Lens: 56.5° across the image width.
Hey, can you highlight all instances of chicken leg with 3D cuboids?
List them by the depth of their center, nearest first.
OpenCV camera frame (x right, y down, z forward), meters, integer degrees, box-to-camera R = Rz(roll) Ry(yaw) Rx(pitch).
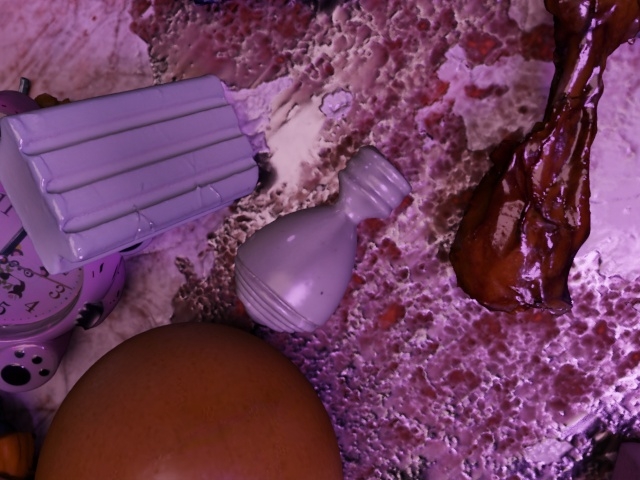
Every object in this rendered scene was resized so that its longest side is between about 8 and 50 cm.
[{"bbox_3d":[0.196,-0.080,0.500,0.113,0.093,0.304,14,104,-3],"label":"chicken leg"}]

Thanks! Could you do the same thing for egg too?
[{"bbox_3d":[-0.103,0.228,0.510,0.250,0.250,0.322,-5,104,9],"label":"egg"}]

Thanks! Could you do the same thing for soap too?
[{"bbox_3d":[-0.155,-0.064,0.509,0.067,0.198,0.119,-20,96,47],"label":"soap"}]

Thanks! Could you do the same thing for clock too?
[{"bbox_3d":[-0.293,0.004,0.560,0.248,0.090,0.228,-44,116,13],"label":"clock"}]

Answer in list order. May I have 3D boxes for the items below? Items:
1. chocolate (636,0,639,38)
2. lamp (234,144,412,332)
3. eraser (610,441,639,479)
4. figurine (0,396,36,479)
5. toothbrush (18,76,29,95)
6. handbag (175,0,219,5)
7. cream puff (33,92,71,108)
[{"bbox_3d":[0.262,-0.238,0.488,0.072,0.072,0.166,-27,91,11],"label":"chocolate"},{"bbox_3d":[0.000,0.000,0.545,0.106,0.106,0.193,41,93,2],"label":"lamp"},{"bbox_3d":[0.372,0.389,0.525,0.273,0.122,0.358,10,99,5],"label":"eraser"},{"bbox_3d":[-0.301,0.290,0.597,0.205,0.185,0.332,-9,77,-19],"label":"figurine"},{"bbox_3d":[-0.318,-0.086,0.624,0.014,0.011,0.167,12,99,2],"label":"toothbrush"},{"bbox_3d":[-0.032,-0.293,0.506,0.261,0.113,0.161,-1,90,10],"label":"handbag"},{"bbox_3d":[-0.272,-0.105,0.595,0.058,0.083,0.083,39,120,47],"label":"cream puff"}]
